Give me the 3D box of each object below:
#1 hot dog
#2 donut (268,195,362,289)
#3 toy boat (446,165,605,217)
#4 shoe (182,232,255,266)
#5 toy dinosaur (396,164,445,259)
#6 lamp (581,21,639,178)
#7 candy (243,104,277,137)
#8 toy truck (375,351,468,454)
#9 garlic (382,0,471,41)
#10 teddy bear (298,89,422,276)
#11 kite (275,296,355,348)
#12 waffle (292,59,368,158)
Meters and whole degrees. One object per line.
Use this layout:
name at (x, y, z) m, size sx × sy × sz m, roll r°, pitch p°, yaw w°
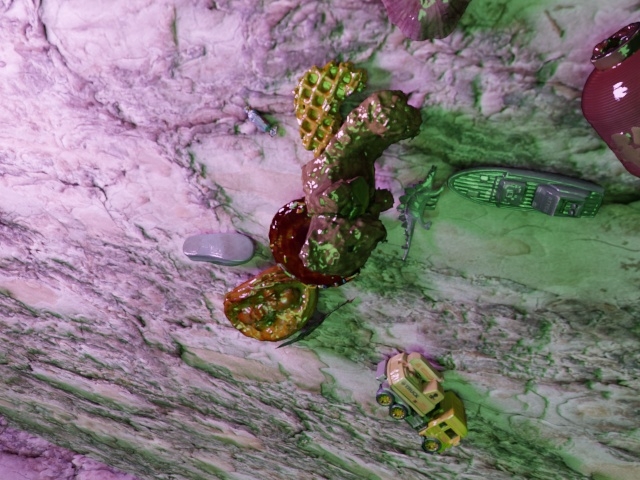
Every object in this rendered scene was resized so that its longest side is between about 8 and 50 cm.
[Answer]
hot dog at (-0.128, 0.162, 1.094) m, size 0.272 × 0.122 × 0.196 m, roll -28°, pitch 115°, yaw 34°
donut at (0.000, 0.000, 0.957) m, size 0.234 × 0.089 × 0.235 m, roll 10°, pitch 123°, yaw 15°
toy boat at (0.359, -0.088, 0.764) m, size 0.260 × 0.085 × 0.078 m, roll 11°, pitch 126°, yaw 14°
shoe at (-0.254, 0.028, 1.096) m, size 0.195 × 0.079 × 0.078 m, roll 3°, pitch 158°, yaw 10°
toy dinosaur at (0.194, -0.056, 0.874) m, size 0.082 × 0.039 × 0.209 m, roll 17°, pitch 116°, yaw 14°
lamp at (0.483, -0.193, 0.591) m, size 0.258 × 0.180 × 0.180 m, roll 44°, pitch 126°, yaw -12°
candy at (-0.124, -0.249, 0.884) m, size 0.083 × 0.020 × 0.030 m, roll 43°, pitch 126°, yaw -7°
toy truck at (0.270, 0.409, 1.106) m, size 0.157 × 0.124 × 0.272 m, roll -40°, pitch 99°, yaw 25°
garlic at (0.159, -0.384, 0.636) m, size 0.147 × 0.102 × 0.159 m, roll 7°, pitch 123°, yaw 18°
teddy bear at (0.077, -0.084, 0.745) m, size 0.296 × 0.246 × 0.223 m, roll -33°, pitch 81°, yaw 23°
kite at (-0.010, 0.215, 1.095) m, size 0.245 × 0.141 × 0.015 m, roll -43°, pitch 73°, yaw 28°
waffle at (0.022, -0.240, 0.816) m, size 0.148 × 0.051 × 0.194 m, roll 4°, pitch 123°, yaw 20°
